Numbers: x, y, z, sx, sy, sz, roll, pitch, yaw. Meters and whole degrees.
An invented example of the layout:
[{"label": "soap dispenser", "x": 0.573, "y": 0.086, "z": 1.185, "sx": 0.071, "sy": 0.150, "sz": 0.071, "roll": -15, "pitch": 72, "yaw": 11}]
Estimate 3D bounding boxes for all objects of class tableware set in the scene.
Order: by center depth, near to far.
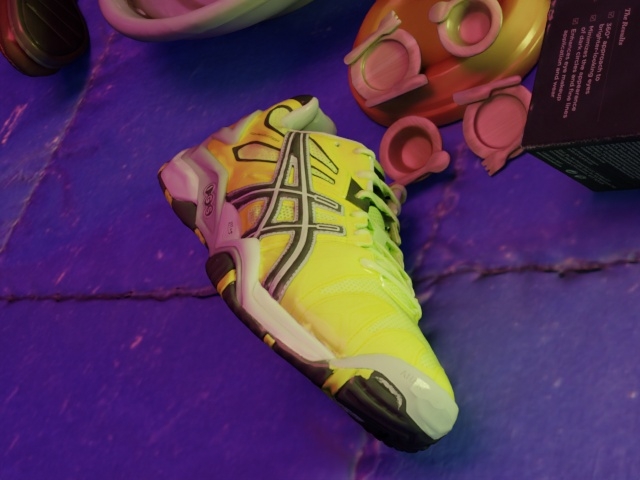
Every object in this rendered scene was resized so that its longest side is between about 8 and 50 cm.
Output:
[{"label": "tableware set", "x": 0.094, "y": -0.119, "z": 1.017, "sx": 0.141, "sy": 0.020, "sz": 0.169, "roll": -25, "pitch": 68, "yaw": 23}]

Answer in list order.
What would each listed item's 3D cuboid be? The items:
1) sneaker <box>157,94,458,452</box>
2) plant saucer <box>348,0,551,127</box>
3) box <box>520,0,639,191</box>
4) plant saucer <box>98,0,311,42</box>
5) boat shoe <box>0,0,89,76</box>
[{"label": "sneaker", "x": 0.000, "y": 0.000, "z": 0.937, "sx": 0.147, "sy": 0.145, "sz": 0.385, "roll": -41, "pitch": 41, "yaw": 2}, {"label": "plant saucer", "x": 0.107, "y": -0.182, "z": 1.094, "sx": 0.200, "sy": 0.037, "sz": 0.200, "roll": -22, "pitch": 44, "yaw": 23}, {"label": "box", "x": 0.234, "y": -0.122, "z": 0.855, "sx": 0.158, "sy": 0.093, "sz": 0.156, "roll": -2, "pitch": 69, "yaw": 48}, {"label": "plant saucer", "x": -0.042, "y": -0.329, "z": 1.287, "sx": 0.400, "sy": 0.100, "sz": 0.400, "roll": -25, "pitch": 42, "yaw": 24}, {"label": "boat shoe", "x": -0.341, "y": -0.257, "z": 1.479, "sx": 0.104, "sy": 0.111, "sz": 0.307, "roll": -35, "pitch": 30, "yaw": 14}]
